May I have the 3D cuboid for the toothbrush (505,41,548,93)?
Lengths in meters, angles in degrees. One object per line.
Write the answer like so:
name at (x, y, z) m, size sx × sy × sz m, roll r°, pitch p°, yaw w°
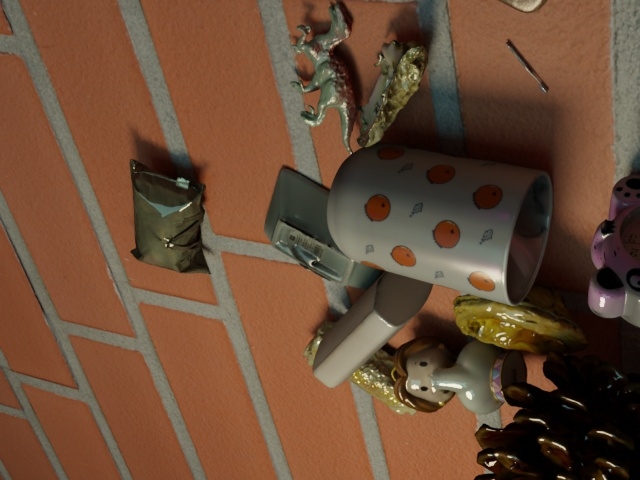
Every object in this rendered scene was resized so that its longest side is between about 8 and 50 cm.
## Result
toothbrush at (0.300, -0.252, 1.580) m, size 0.097 × 0.006 × 0.008 m, roll 48°, pitch 142°, yaw -14°

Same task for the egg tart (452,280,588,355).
egg tart at (0.336, 0.124, 1.815) m, size 0.241 × 0.106 × 0.241 m, roll 15°, pitch 164°, yaw 4°

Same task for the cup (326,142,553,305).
cup at (0.181, -0.035, 1.713) m, size 0.317 × 0.212 × 0.212 m, roll 13°, pitch 135°, yaw 25°

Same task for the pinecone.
pinecone at (0.426, 0.375, 1.748) m, size 0.398 × 0.398 × 0.398 m, roll 19°, pitch 137°, yaw 19°

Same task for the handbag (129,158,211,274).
handbag at (-0.295, -0.035, 2.125) m, size 0.182 × 0.117 × 0.270 m, roll 17°, pitch 136°, yaw 9°

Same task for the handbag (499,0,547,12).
handbag at (0.277, -0.395, 1.409) m, size 0.151 × 0.072 × 0.193 m, roll 35°, pitch 138°, yaw 0°

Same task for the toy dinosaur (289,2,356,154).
toy dinosaur at (0.026, -0.244, 1.738) m, size 0.167 × 0.053 × 0.242 m, roll -19°, pitch 108°, yaw 36°

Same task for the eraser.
eraser at (0.093, 0.147, 1.978) m, size 0.095 × 0.174 × 0.270 m, roll 39°, pitch 140°, yaw -1°

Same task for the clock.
clock at (0.497, 0.025, 1.525) m, size 0.227 × 0.248 × 0.090 m, roll 14°, pitch 138°, yaw 23°

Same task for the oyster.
oyster at (0.109, -0.227, 1.665) m, size 0.072 × 0.133 × 0.209 m, roll 14°, pitch 118°, yaw -9°

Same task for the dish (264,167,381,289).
dish at (0.000, 0.000, 1.977) m, size 0.243 × 0.080 × 0.182 m, roll 29°, pitch 140°, yaw 9°

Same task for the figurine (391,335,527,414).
figurine at (0.242, 0.247, 1.989) m, size 0.263 × 0.189 × 0.142 m, roll -3°, pitch 83°, yaw 39°

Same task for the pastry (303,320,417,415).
pastry at (0.090, 0.252, 2.144) m, size 0.258 × 0.089 × 0.121 m, roll 27°, pitch 158°, yaw 9°
